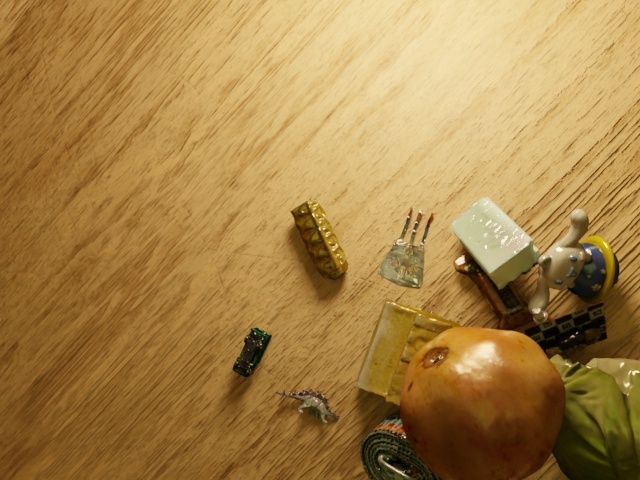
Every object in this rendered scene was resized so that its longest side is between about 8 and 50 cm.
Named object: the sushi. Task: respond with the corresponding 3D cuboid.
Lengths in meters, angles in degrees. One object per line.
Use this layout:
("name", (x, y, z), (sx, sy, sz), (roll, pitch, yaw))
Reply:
("sushi", (0.680, 0.274, 1.566), (0.215, 0.192, 0.050), (-23, 43, 10))

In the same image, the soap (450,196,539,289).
("soap", (0.487, -0.002, 1.629), (0.150, 0.094, 0.261), (-35, 38, 6))

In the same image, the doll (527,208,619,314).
("doll", (0.693, 0.040, 1.563), (0.243, 0.159, 0.310), (1, 121, 0))

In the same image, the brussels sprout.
("brussels sprout", (0.769, 0.480, 1.435), (0.426, 0.342, 0.360), (5, 78, 18))

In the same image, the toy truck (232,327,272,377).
("toy truck", (-0.219, 0.355, 1.830), (0.065, 0.079, 0.147), (24, 89, 14))

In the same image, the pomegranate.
("pomegranate", (0.394, 0.415, 1.424), (0.412, 0.411, 0.411), (-2, 83, 13))

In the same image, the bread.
("bread", (0.001, 0.000, 1.816), (0.087, 0.098, 0.269), (-39, 72, 50))

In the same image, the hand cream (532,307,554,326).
("hand cream", (0.631, 0.242, 1.587), (0.052, 0.216, 0.038), (-17, 47, 31))

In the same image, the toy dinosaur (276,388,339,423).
("toy dinosaur", (-0.037, 0.499, 1.787), (0.209, 0.039, 0.082), (20, 85, 4))

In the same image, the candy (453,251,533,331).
("candy", (0.504, 0.133, 1.674), (0.143, 0.101, 0.271), (-27, 71, 0))

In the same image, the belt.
("belt", (0.255, 0.620, 1.598), (0.295, 0.161, 0.206), (25, 113, 30))

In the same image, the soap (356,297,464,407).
("soap", (0.262, 0.338, 1.691), (0.259, 0.143, 0.281), (19, 93, 15))

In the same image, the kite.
("kite", (0.276, 0.021, 1.784), (0.141, 0.015, 0.245), (18, 89, 13))
